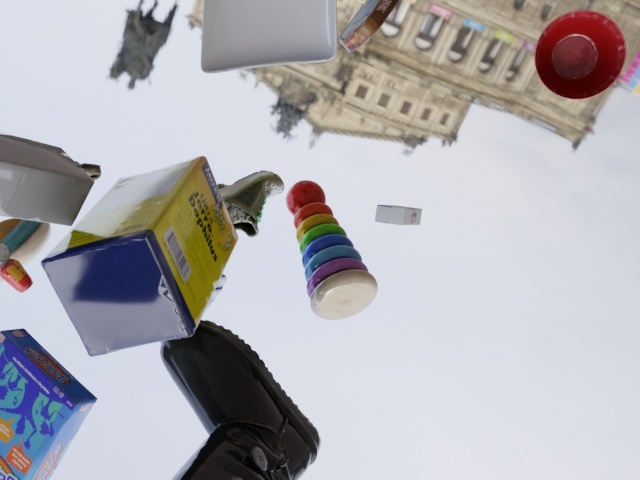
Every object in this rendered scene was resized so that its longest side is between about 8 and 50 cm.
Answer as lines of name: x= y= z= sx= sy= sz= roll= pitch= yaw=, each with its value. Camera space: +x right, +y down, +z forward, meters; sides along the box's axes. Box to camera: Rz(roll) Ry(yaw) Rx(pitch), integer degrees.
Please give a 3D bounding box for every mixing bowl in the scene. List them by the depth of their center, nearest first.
mixing bowl: x=0.546 y=-0.392 z=1.530 sx=0.181 sy=0.182 sz=0.098 roll=27 pitch=-164 yaw=6

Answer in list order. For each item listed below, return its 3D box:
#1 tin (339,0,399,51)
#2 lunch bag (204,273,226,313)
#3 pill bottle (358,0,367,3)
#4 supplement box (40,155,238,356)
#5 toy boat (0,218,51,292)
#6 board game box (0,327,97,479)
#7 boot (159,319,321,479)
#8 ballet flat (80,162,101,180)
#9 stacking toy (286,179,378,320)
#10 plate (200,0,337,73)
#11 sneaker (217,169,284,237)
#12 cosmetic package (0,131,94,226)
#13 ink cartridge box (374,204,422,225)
tin: x=0.105 y=-0.471 z=1.507 sx=0.040 sy=0.106 sz=0.190 roll=41 pitch=-119 yaw=-17
lunch bag: x=-0.316 y=0.126 z=1.664 sx=0.090 sy=0.176 sz=0.219 roll=36 pitch=-175 yaw=14
pill bottle: x=0.071 y=-0.600 z=1.576 sx=0.214 sy=0.117 sz=0.117 roll=18 pitch=-154 yaw=-27
supplement box: x=-0.302 y=0.016 z=1.292 sx=0.194 sy=0.195 sz=0.357 roll=-13 pitch=-155 yaw=14
toy boat: x=-0.826 y=0.028 z=1.870 sx=0.148 sy=0.267 sz=0.318 roll=57 pitch=166 yaw=-29
board game box: x=-0.416 y=0.251 z=0.972 sx=0.160 sy=0.210 sz=0.047 roll=35 pitch=-169 yaw=20
boot: x=-0.192 y=0.343 z=1.128 sx=0.367 sy=0.146 sz=0.445 roll=41 pitch=-155 yaw=0
ballet flat: x=-0.780 y=-0.208 z=2.138 sx=0.249 sy=0.058 sz=0.084 roll=3 pitch=-179 yaw=-27
stacking toy: x=0.000 y=0.000 z=1.508 sx=0.141 sy=0.141 sz=0.330 roll=6 pitch=-136 yaw=-34
plate: x=-0.090 y=-0.451 z=1.337 sx=0.277 sy=0.278 sz=0.045 roll=-1 pitch=174 yaw=21
sneaker: x=-0.237 y=-0.088 z=2.229 sx=0.410 sy=0.158 sz=0.182 roll=-26 pitch=-99 yaw=-50
cosmetic package: x=-0.503 y=-0.106 z=1.151 sx=0.127 sy=0.107 sz=0.238 roll=40 pitch=-167 yaw=32
ink cartridge box: x=0.220 y=-0.071 z=2.015 sx=0.088 sy=0.052 sz=0.122 roll=10 pitch=-175 yaw=30
